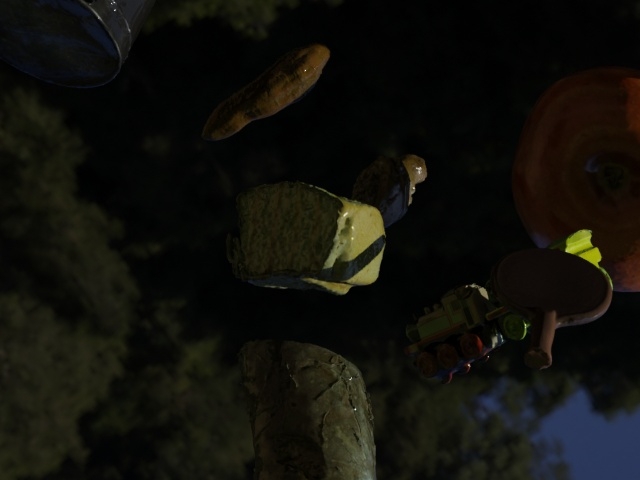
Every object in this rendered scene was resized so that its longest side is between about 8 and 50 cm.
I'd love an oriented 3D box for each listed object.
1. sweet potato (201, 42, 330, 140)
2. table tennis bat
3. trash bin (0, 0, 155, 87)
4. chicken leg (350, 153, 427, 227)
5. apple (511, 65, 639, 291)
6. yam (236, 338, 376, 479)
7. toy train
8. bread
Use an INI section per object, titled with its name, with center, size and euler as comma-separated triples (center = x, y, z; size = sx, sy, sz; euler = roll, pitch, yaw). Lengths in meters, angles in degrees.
[sweet potato]
center = -0.062, -0.170, 1.877
size = 0.182, 0.054, 0.053
euler = -34, 160, 1
[table tennis bat]
center = 0.200, 0.013, 1.368
size = 0.107, 0.119, 0.170
euler = 10, -146, 8
[trash bin]
center = -0.245, -0.344, 1.757
size = 0.252, 0.203, 0.302
euler = -32, -150, 58
[chicken leg]
center = 0.096, -0.074, 2.071
size = 0.069, 0.085, 0.198
euler = -18, -170, 27
[apple]
center = 0.353, -0.072, 1.909
size = 0.251, 0.272, 0.206
euler = -11, 180, 3
[yam]
center = -0.010, 0.233, 1.839
size = 0.154, 0.154, 0.254
euler = -25, -128, 19
[toy train]
center = 0.175, 0.069, 1.572
size = 0.053, 0.085, 0.249
euler = -15, 168, -46
[bread]
center = -0.002, 0.000, 1.515
size = 0.156, 0.110, 0.103
euler = 9, -91, 48
